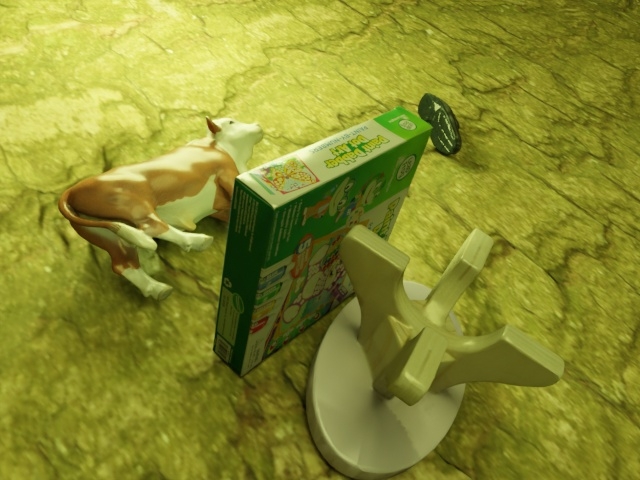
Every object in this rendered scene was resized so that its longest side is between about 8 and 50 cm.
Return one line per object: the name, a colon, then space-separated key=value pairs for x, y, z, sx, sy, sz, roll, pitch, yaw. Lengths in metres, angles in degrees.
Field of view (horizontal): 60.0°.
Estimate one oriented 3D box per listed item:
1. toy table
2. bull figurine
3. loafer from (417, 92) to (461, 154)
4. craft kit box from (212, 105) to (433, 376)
toy table: x=0.108 y=0.109 z=0.605 sx=0.252 sy=0.161 sz=0.274 roll=26 pitch=44 yaw=-2
bull figurine: x=-0.164 y=-0.058 z=0.713 sx=0.188 sy=0.101 sz=0.310 roll=42 pitch=47 yaw=17
loafer: x=0.243 y=-0.224 z=1.065 sx=0.061 sy=0.062 sz=0.170 roll=8 pitch=46 yaw=-21
craft kit box: x=0.000 y=0.000 z=0.613 sx=0.061 sy=0.250 sz=0.246 roll=36 pitch=46 yaw=21
